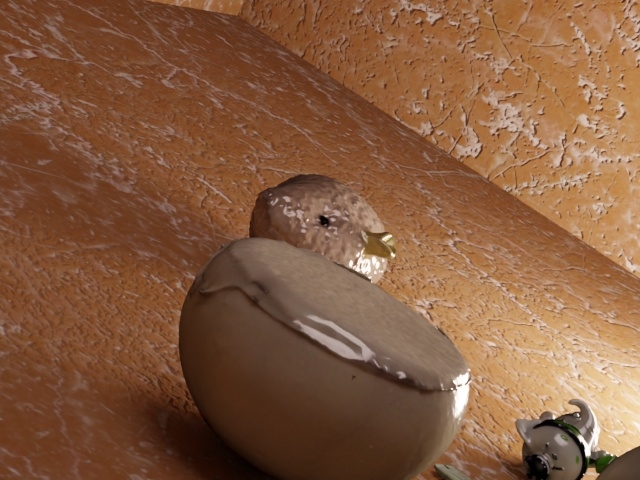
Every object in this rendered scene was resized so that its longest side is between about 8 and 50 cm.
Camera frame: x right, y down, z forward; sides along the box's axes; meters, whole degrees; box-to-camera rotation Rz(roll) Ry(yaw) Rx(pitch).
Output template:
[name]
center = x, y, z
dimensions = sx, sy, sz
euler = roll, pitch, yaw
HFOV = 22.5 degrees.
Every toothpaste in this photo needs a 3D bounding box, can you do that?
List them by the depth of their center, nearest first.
[toothpaste]
center = 0.228, 0.358, 2.158
dimensions = 0.048, 0.029, 0.197
euler = 13, 19, -47

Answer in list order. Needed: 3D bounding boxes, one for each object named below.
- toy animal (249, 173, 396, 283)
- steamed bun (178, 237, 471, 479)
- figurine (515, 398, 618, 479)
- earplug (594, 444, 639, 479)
[toy animal]
center = 0.002, -0.001, 2.598
dimensions = 0.226, 0.188, 0.358
euler = 40, 17, 4
[steamed bun]
center = -0.009, 0.171, 1.972
dimensions = 0.374, 0.241, 0.374
euler = 25, 12, -6
[figurine]
center = 0.355, 0.305, 2.363
dimensions = 0.147, 0.126, 0.192
euler = 50, 33, 9
[earplug]
center = 0.509, 0.409, 1.981
dimensions = 0.394, 0.312, 0.312
euler = 19, 19, -16
